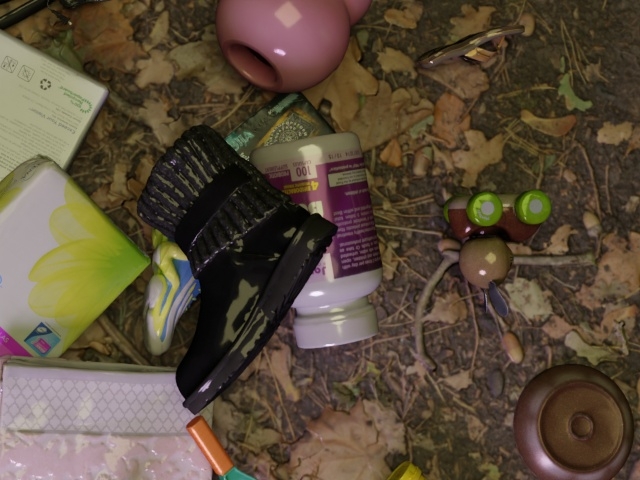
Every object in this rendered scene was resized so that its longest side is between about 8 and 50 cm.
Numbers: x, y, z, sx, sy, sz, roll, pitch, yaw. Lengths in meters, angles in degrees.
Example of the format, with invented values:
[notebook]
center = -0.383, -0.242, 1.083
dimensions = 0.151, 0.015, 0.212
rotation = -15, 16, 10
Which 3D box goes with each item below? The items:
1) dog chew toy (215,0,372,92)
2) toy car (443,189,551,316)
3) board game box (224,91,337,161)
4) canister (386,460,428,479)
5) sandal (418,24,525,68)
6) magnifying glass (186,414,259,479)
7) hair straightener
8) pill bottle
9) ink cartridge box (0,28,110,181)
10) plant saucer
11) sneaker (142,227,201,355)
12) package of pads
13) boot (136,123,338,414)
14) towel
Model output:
[dog chew toy]
center = -0.013, -0.385, 1.978
dimensions = 0.206, 0.206, 0.332
rotation = 35, 69, -2
[toy car]
center = 0.270, 0.020, 1.984
dimensions = 0.148, 0.155, 0.188
rotation = -2, 91, -10
[board game box]
center = -0.073, -0.140, 2.010
dimensions = 0.186, 0.026, 0.126
rotation = -40, 89, -13
[canister]
center = 0.154, 0.431, 1.931
dimensions = 0.170, 0.073, 0.126
rotation = 42, 77, -2
[sandal]
center = 0.242, -0.302, 2.071
dimensions = 0.180, 0.072, 0.049
rotation = -23, 101, -11
[magnifying glass]
center = -0.124, 0.350, 1.878
dimensions = 0.092, 0.026, 0.231
rotation = -40, 110, -24
[hair straightener]
center = -0.395, -0.368, 1.990
dimensions = 0.230, 0.047, 0.089
rotation = -24, 86, -17
[pill bottle]
center = 0.000, 0.000, 1.917
dimensions = 0.169, 0.169, 0.302
rotation = -11, 93, -11
[ink cartridge box]
center = -0.528, -0.155, 1.910
dimensions = 0.324, 0.071, 0.330
rotation = 29, 87, -4
[plant saucer]
center = 0.399, 0.289, 2.014
dimensions = 0.198, 0.036, 0.199
rotation = 2, 80, -9
[sneaker]
center = -0.193, 0.055, 1.926
dimensions = 0.126, 0.091, 0.240
rotation = 7, 84, -15
[package of pads]
center = -0.423, 0.050, 1.839
dimensions = 0.296, 0.101, 0.229
rotation = -47, 118, -13
[boot]
center = -0.165, 0.040, 1.818
dimensions = 0.260, 0.131, 0.348
rotation = 34, 94, 8
[towel]
center = -0.307, 0.327, 1.825
dimensions = 0.331, 0.053, 0.317
rotation = 5, 87, -24
